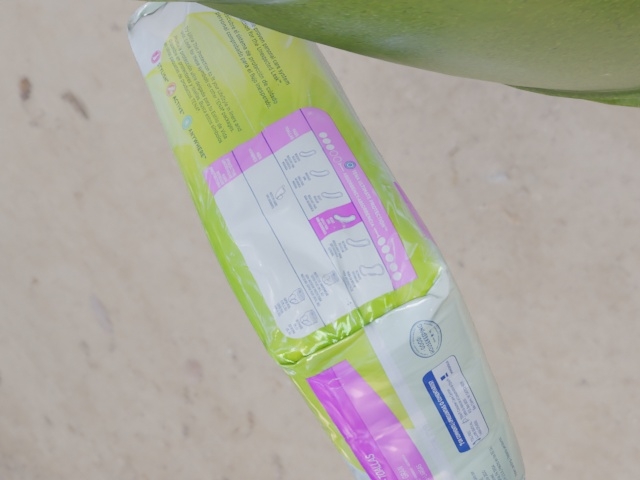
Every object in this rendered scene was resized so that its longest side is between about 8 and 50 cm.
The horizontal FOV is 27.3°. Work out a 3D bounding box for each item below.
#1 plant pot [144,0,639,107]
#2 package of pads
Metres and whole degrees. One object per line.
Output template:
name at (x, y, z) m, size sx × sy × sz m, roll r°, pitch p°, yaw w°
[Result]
plant pot at (0.049, -0.210, 0.471) m, size 0.366 × 0.353 × 0.366 m, roll 10°, pitch 107°, yaw 36°
package of pads at (0.000, 0.000, 0.766) m, size 0.296 × 0.101 × 0.229 m, roll 62°, pitch 180°, yaw 40°
